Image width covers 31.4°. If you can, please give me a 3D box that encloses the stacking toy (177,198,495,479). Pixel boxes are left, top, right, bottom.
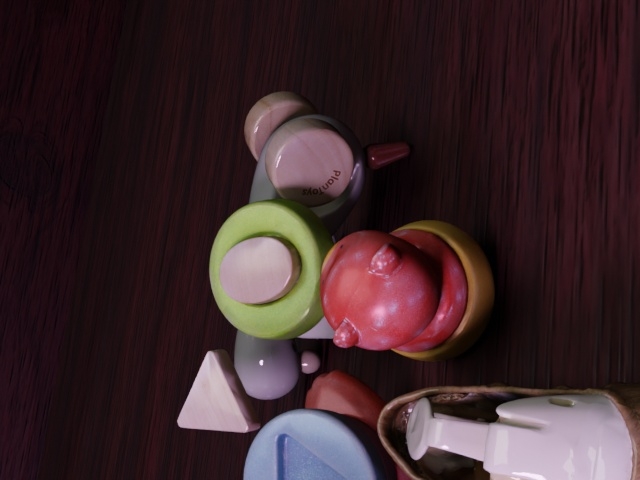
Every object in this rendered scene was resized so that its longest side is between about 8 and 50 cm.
[{"bbox_3d":[-0.028,0.107,0.977,0.279,0.130,0.309,21,101,30],"label":"stacking toy"}]

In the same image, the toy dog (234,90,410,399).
[{"bbox_3d":[0.000,0.000,1.182,0.220,0.161,0.333,-103,20,-43],"label":"toy dog"}]

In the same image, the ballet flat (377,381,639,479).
[{"bbox_3d":[0.137,0.137,0.745,0.342,0.124,0.116,-5,72,66],"label":"ballet flat"}]
